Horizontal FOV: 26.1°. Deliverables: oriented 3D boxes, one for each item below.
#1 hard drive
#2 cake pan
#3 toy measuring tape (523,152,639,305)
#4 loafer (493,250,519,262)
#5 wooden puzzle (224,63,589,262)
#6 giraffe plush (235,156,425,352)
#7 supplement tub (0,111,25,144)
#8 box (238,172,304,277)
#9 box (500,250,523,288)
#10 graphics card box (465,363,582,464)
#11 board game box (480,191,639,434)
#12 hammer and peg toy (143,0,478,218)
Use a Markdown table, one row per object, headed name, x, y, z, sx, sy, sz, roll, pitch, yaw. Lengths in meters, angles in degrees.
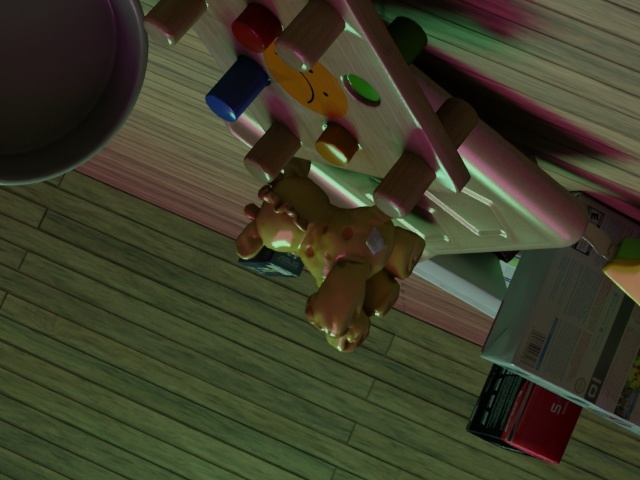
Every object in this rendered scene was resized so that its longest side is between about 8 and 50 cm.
| name | x | y | z | sx | sy | sz | roll | pitch | yaw |
| --- | --- | --- | --- | --- | --- | --- | --- | --- | --- |
| hard drive | 0.113 | -0.024 | 1.898 | 0.307 | 0.040 | 0.203 | 30 | -157 | -15 |
| cake pan | -0.335 | -0.206 | 1.535 | 0.293 | 0.293 | 0.054 | 30 | -175 | -40 |
| toy measuring tape | 0.364 | -0.001 | 1.525 | 0.330 | 0.121 | 0.121 | 42 | 172 | -2 |
| loafer | 0.181 | -0.035 | 1.857 | 0.220 | 0.078 | 0.080 | 24 | 173 | 2 |
| wooden puzzle | 0.092 | -0.098 | 1.530 | 0.322 | 0.080 | 0.348 | 36 | 159 | -19 |
| giraffe plush | 0.000 | 0.000 | 1.557 | 0.170 | 0.181 | 0.210 | 30 | 154 | 22 |
| supplement tub | -0.441 | -0.249 | 1.716 | 0.325 | 0.235 | 0.235 | 18 | 170 | 42 |
| box | -0.048 | -0.035 | 2.182 | 0.059 | 0.183 | 0.233 | 27 | 173 | -14 |
| box | 0.377 | 0.064 | 2.039 | 0.232 | 0.058 | 0.322 | 23 | 174 | 9 |
| graphics card box | 0.329 | 0.210 | 2.103 | 0.094 | 0.233 | 0.371 | 24 | 173 | -1 |
| board game box | 0.375 | 0.106 | 1.678 | 0.303 | 0.224 | 0.097 | 27 | 171 | -16 |
| hammer and peg toy | -0.036 | -0.188 | 1.211 | 0.266 | 0.127 | 0.361 | 16 | 151 | 46 |
